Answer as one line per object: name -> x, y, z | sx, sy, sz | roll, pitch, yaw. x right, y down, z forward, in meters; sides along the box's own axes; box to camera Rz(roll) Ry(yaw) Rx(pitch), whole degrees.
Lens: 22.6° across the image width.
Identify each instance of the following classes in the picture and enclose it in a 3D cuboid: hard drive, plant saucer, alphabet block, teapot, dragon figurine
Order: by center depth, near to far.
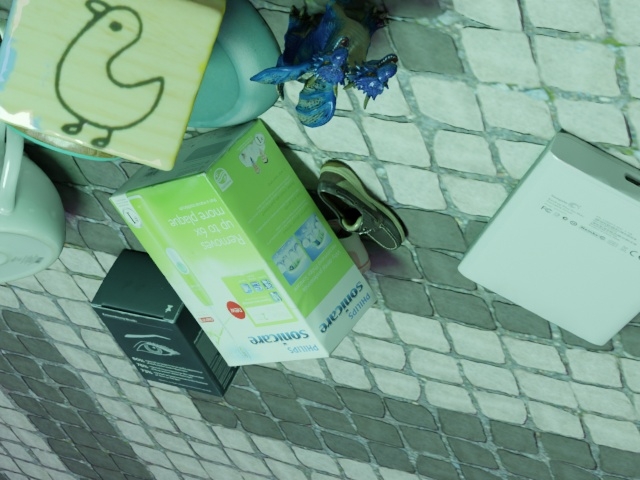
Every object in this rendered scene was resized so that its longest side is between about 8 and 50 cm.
alphabet block -> -0.215, -0.210, 1.624 | 0.197, 0.193, 0.192 | 15, 116, -11
dragon figurine -> -0.012, -0.176, 1.661 | 0.085, 0.144, 0.289 | 39, 149, -20
hard drive -> 0.297, 0.006, 1.811 | 0.203, 0.040, 0.307 | 28, 152, -1
plant saucer -> -0.193, -0.228, 1.835 | 0.318, 0.043, 0.317 | 21, 152, 12
teapot -> -0.473, -0.061, 2.213 | 0.256, 0.187, 0.252 | -13, 159, 14

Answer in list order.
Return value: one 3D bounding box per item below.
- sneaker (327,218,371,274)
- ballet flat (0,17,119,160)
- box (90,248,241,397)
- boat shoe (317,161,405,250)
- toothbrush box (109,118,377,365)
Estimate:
sneaker -> 0.000, 0.000, 2.044 | 0.134, 0.051, 0.070 | 12, 136, 36
ballet flat -> -0.379, -0.212, 1.973 | 0.342, 0.116, 0.124 | 26, 134, 11
box -> -0.217, 0.123, 2.361 | 0.153, 0.108, 0.207 | 11, 147, 28
boat shoe -> 0.044, -0.032, 1.949 | 0.056, 0.049, 0.152 | -10, 135, 47
toothbrush box -> -0.096, 0.009, 1.998 | 0.206, 0.122, 0.283 | -9, 122, 48
